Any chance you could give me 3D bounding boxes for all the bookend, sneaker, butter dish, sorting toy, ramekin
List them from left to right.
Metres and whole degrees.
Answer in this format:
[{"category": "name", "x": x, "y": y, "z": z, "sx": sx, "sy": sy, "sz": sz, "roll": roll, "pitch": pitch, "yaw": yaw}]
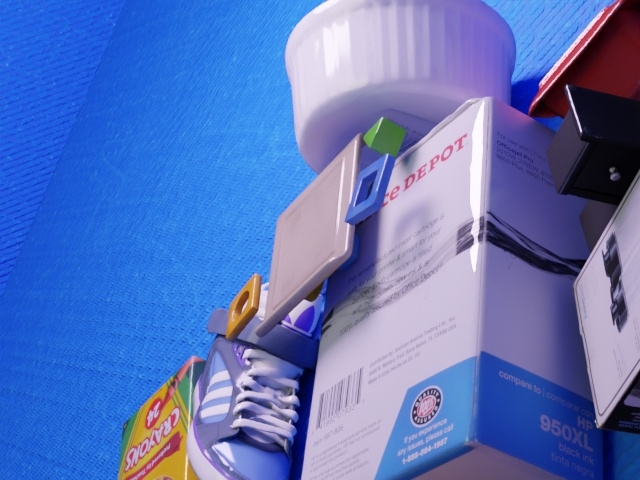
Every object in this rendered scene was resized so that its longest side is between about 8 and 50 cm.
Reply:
[{"category": "sneaker", "x": -0.068, "y": 0.175, "z": 1.702, "sx": 0.236, "sy": 0.130, "sz": 0.323, "roll": -60, "pitch": 20, "yaw": 17}, {"category": "sorting toy", "x": 0.000, "y": 0.000, "z": 1.473, "sx": 0.347, "sy": 0.047, "sz": 0.196, "roll": -44, "pitch": 26, "yaw": 44}, {"category": "ramekin", "x": 0.096, "y": -0.164, "z": 1.564, "sx": 0.277, "sy": 0.277, "sz": 0.135, "roll": -34, "pitch": 46, "yaw": 45}, {"category": "bookend", "x": 0.268, "y": -0.046, "z": 1.207, "sx": 0.072, "sy": 0.157, "sz": 0.156, "roll": -95, "pitch": 22, "yaw": -47}, {"category": "butter dish", "x": 0.308, "y": -0.158, "z": 1.344, "sx": 0.160, "sy": 0.118, "sz": 0.160, "roll": -50, "pitch": -15, "yaw": 19}]

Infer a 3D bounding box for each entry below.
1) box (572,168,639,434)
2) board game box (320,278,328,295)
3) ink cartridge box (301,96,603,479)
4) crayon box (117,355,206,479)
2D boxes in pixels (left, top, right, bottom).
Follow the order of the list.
[{"category": "box", "x": 0.308, "y": 0.013, "z": 1.088, "sx": 0.290, "sy": 0.087, "sz": 0.169, "roll": 110, "pitch": 165, "yaw": -44}, {"category": "board game box", "x": 0.005, "y": 0.025, "z": 1.834, "sx": 0.090, "sy": 0.020, "sz": 0.090, "roll": -55, "pitch": 27, "yaw": 19}, {"category": "ink cartridge box", "x": 0.135, "y": 0.096, "z": 1.353, "sx": 0.285, "sy": 0.166, "sz": 0.395, "roll": -37, "pitch": 36, "yaw": 47}, {"category": "crayon box", "x": -0.207, "y": 0.345, "z": 1.864, "sx": 0.202, "sy": 0.081, "sz": 0.319, "roll": -44, "pitch": 32, "yaw": 33}]
